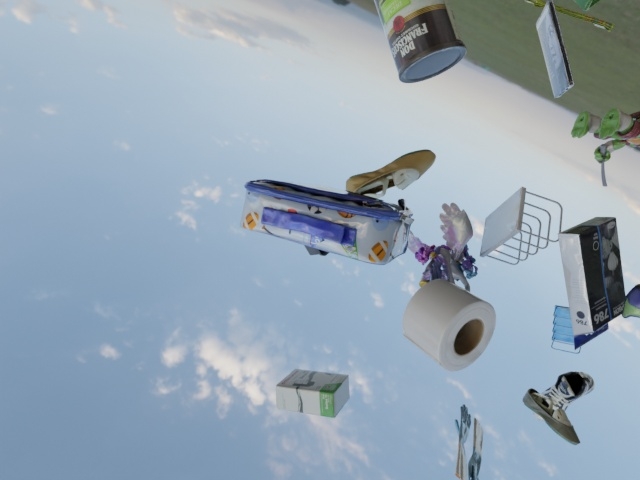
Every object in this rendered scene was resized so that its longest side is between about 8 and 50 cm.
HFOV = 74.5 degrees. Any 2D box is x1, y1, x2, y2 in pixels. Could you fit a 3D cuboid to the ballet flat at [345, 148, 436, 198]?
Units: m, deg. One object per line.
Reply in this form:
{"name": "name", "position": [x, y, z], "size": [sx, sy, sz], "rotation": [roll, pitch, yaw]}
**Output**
{"name": "ballet flat", "position": [0.166, -0.141, 1.000], "size": [0.080, 0.232, 0.073], "rotation": [32, -130, -45]}

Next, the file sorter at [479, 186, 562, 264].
{"name": "file sorter", "position": [0.788, -0.040, 1.671], "size": [0.173, 0.277, 0.192], "rotation": [20, -114, -1]}

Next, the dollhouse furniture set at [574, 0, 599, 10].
{"name": "dollhouse furniture set", "position": [0.548, -0.599, 0.725], "size": [0.197, 0.301, 0.151], "rotation": [58, -169, 13]}

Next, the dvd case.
{"name": "dvd case", "position": [0.627, -0.506, 1.132], "size": [0.164, 0.018, 0.221], "rotation": [-24, -81, -71]}

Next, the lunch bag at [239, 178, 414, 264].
{"name": "lunch bag", "position": [0.020, -0.041, 0.770], "size": [0.303, 0.115, 0.243], "rotation": [13, -172, 22]}

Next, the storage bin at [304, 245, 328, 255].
{"name": "storage bin", "position": [0.000, 0.000, 1.675], "size": [0.135, 0.091, 0.098], "rotation": [-41, -74, -38]}

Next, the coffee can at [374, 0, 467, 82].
{"name": "coffee can", "position": [0.287, -0.641, 1.241], "size": [0.201, 0.201, 0.275], "rotation": [-14, -95, -50]}

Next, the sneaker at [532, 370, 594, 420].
{"name": "sneaker", "position": [0.822, 0.525, 1.445], "size": [0.153, 0.235, 0.094], "rotation": [41, -160, -43]}

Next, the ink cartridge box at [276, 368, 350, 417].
{"name": "ink cartridge box", "position": [-0.024, 0.503, 1.401], "size": [0.208, 0.086, 0.153], "rotation": [-1, -175, 22]}

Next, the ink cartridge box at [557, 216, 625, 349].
{"name": "ink cartridge box", "position": [0.723, 0.117, 1.109], "size": [0.165, 0.332, 0.065], "rotation": [-19, -168, -25]}

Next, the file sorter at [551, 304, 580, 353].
{"name": "file sorter", "position": [1.074, 0.389, 1.832], "size": [0.118, 0.170, 0.104], "rotation": [6, -158, 36]}

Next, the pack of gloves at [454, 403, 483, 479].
{"name": "pack of gloves", "position": [0.444, 0.641, 1.293], "size": [0.195, 0.046, 0.232], "rotation": [57, -142, -28]}

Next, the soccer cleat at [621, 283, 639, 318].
{"name": "soccer cleat", "position": [0.865, 0.203, 0.982], "size": [0.289, 0.121, 0.093], "rotation": [28, -162, 20]}

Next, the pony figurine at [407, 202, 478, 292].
{"name": "pony figurine", "position": [0.493, 0.073, 1.696], "size": [0.351, 0.303, 0.363], "rotation": [47, -139, -23]}

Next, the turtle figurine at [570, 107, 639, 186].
{"name": "turtle figurine", "position": [0.779, -0.218, 1.067], "size": [0.266, 0.274, 0.197], "rotation": [15, -137, -14]}

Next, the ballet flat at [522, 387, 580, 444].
{"name": "ballet flat", "position": [0.721, 0.539, 1.315], "size": [0.072, 0.068, 0.213], "rotation": [14, -169, -20]}

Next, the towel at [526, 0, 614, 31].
{"name": "towel", "position": [0.700, -0.643, 1.194], "size": [0.237, 0.021, 0.102], "rotation": [15, -147, -5]}

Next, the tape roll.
{"name": "tape roll", "position": [0.406, 0.264, 1.333], "size": [0.246, 0.246, 0.169], "rotation": [5, -164, -34]}
